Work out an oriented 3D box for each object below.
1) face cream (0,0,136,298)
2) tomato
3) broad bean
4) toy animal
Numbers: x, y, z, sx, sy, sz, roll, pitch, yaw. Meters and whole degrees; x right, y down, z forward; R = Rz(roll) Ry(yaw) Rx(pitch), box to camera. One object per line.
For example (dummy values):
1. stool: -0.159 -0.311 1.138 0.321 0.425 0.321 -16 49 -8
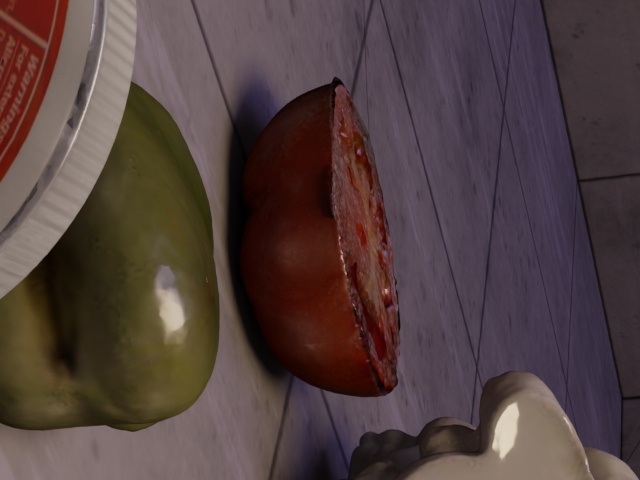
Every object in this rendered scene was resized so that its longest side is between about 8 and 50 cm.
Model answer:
1. face cream: -0.171 -0.074 0.495 0.187 0.201 0.201 35 51 -71
2. tomato: -0.002 0.002 1.334 0.225 0.085 0.225 -10 90 -76
3. broad bean: -0.110 0.002 0.912 0.263 0.121 0.189 -98 174 -82
4. toy animal: 0.085 0.227 1.363 0.206 0.271 0.265 59 -10 6
